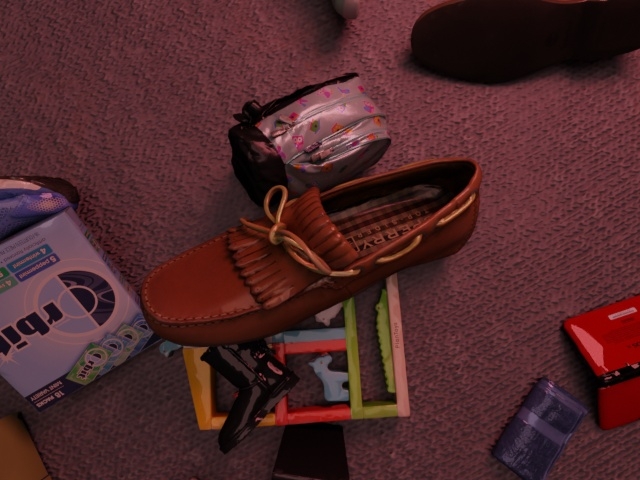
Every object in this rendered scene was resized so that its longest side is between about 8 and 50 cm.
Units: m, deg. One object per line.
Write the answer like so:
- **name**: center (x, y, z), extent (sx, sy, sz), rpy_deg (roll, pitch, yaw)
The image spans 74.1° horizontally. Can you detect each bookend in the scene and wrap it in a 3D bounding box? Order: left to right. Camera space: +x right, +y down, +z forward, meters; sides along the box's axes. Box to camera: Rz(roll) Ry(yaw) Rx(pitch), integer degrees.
- **bookend**: center (-0.018, 0.295, 0.448), extent (0.073, 0.157, 0.156), rpy_deg (8, 84, 1)

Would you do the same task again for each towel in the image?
- **towel**: center (0.267, 0.233, 0.517), extent (0.067, 0.029, 0.119), rpy_deg (36, 86, 4)

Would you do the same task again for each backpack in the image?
- **backpack**: center (-0.010, -0.116, 0.508), extent (0.182, 0.152, 0.115), rpy_deg (-29, 90, -15)

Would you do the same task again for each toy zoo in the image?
- **toy zoo**: center (-0.047, 0.124, 0.523), extent (0.294, 0.030, 0.192), rpy_deg (-4, 80, 0)

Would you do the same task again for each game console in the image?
- **game console**: center (0.393, 0.148, 0.534), extent (0.144, 0.085, 0.124), rpy_deg (-18, 53, -2)

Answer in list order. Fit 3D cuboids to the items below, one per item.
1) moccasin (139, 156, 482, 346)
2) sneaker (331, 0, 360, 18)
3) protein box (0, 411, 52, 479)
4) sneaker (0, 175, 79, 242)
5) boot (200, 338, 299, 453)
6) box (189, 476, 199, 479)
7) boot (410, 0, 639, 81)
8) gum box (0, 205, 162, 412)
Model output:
- **moccasin**: center (0.001, 0.002, 0.450), extent (0.381, 0.146, 0.139), rpy_deg (-15, 55, -8)
- **sneaker**: center (-0.036, -0.386, 0.548), extent (0.151, 0.094, 0.255), rpy_deg (-13, 74, -7)
- **protein box**: center (-0.433, 0.311, 0.426), extent (0.201, 0.200, 0.135), rpy_deg (-30, 85, -3)
- **sneaker**: center (-0.435, 0.027, 0.509), extent (0.330, 0.130, 0.147), rpy_deg (-27, 99, 1)
- **boot**: center (-0.094, 0.159, 0.478), extent (0.099, 0.045, 0.121), rpy_deg (44, 76, 4)
- **box**: center (-0.189, 0.423, 0.460), extent (0.094, 0.113, 0.275), rpy_deg (31, 84, 4)
- **boot**: center (0.267, -0.291, 0.554), extent (0.306, 0.112, 0.115), rpy_deg (-5, 54, 4)
- **gum box**: center (-0.301, 0.080, 0.479), extent (0.157, 0.041, 0.184), rpy_deg (-31, 114, -12)
